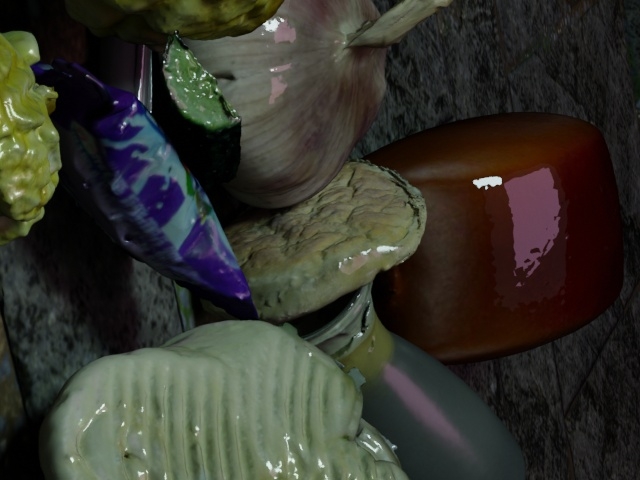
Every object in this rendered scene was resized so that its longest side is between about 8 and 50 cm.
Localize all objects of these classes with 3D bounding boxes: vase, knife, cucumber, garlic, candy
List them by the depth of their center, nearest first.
[{"bbox_3d":[-0.138,-0.043,1.128,0.070,0.145,0.275,-49,139,-15],"label":"candy"},{"bbox_3d":[-0.089,-0.069,1.154,0.046,0.070,0.220,-48,174,-15],"label":"cucumber"},{"bbox_3d":[-0.141,-0.173,1.258,0.073,0.040,0.266,62,28,-75],"label":"knife"},{"bbox_3d":[0.001,-0.163,1.330,0.245,0.253,0.245,41,43,-53],"label":"garlic"},{"bbox_3d":[0.056,0.143,1.508,0.321,0.173,0.173,58,34,-38],"label":"vase"}]

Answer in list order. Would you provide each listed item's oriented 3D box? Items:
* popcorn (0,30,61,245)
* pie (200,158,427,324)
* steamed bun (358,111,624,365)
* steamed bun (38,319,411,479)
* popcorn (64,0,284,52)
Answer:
[{"bbox_3d":[-0.210,-0.067,0.956,0.162,0.141,0.135,-36,158,-33],"label":"popcorn"},{"bbox_3d":[-0.001,-0.003,1.375,0.218,0.185,0.052,-51,127,-50],"label":"pie"},{"bbox_3d":[0.185,-0.010,1.721,0.379,0.248,0.235,-27,111,-66],"label":"steamed bun"},{"bbox_3d":[-0.077,0.210,1.133,0.280,0.207,0.268,-24,64,-45],"label":"steamed bun"},{"bbox_3d":[-0.104,-0.253,1.100,0.225,0.249,0.249,115,-17,-65],"label":"popcorn"}]
